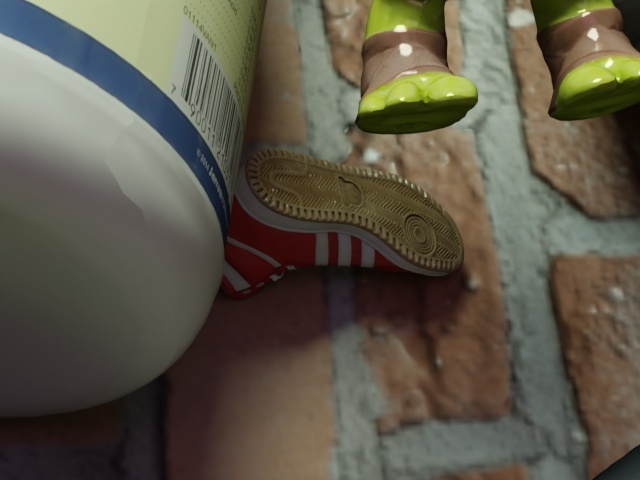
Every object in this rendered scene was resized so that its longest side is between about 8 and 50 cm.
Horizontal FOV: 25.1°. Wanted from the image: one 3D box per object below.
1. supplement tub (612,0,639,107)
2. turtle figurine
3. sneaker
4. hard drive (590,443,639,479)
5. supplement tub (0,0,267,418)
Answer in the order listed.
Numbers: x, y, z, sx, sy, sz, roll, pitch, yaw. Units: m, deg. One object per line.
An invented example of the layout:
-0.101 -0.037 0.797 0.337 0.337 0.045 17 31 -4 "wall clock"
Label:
0.196 -0.195 0.644 0.207 0.207 0.338 -3 62 -10 "supplement tub"
0.037 -0.148 0.492 0.270 0.087 0.217 -4 85 -27 "turtle figurine"
0.000 0.000 0.607 0.118 0.067 0.042 17 52 -34 "sneaker"
0.234 0.111 0.565 0.255 0.054 0.172 -25 67 -20 "hard drive"
-0.133 -0.121 0.538 0.235 0.235 0.324 9 60 -3 "supplement tub"
